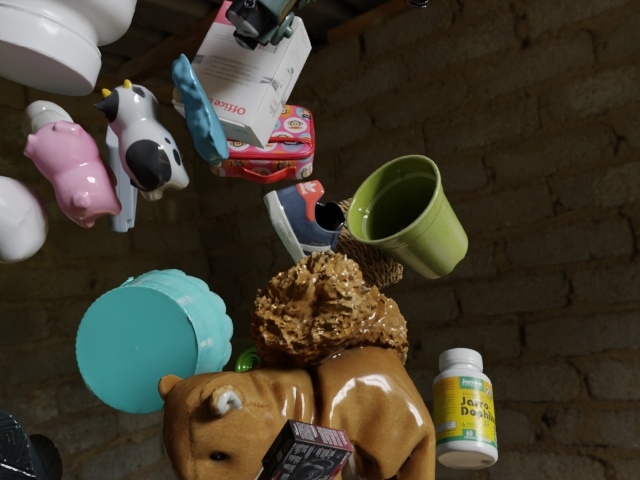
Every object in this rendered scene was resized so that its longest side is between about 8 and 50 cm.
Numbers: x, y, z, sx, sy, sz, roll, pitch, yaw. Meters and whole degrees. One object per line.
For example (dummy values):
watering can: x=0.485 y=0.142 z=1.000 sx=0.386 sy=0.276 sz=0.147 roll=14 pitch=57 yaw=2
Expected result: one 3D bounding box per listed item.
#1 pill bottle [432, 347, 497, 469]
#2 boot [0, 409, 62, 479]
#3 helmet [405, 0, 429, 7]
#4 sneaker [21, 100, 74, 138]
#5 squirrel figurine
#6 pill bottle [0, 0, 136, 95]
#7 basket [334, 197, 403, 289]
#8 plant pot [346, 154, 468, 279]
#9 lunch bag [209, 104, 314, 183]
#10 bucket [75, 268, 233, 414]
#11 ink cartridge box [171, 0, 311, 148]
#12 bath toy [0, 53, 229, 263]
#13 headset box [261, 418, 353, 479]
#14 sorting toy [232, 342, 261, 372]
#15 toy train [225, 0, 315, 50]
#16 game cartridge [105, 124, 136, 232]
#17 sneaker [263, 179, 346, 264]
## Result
pill bottle: x=0.279 y=0.325 z=1.135 sx=0.117 sy=0.209 sz=0.118 roll=5 pitch=-38 yaw=4
boot: x=-0.611 y=0.438 z=1.184 sx=0.094 sy=0.247 sz=0.207 roll=-26 pitch=9 yaw=-18
helmet: x=0.310 y=-0.847 z=1.852 sx=0.169 sy=0.162 sz=0.169 roll=-16 pitch=-20 yaw=-6
sneaker: x=-0.479 y=-0.162 z=1.112 sx=0.090 sy=0.115 sz=0.232 roll=-39 pitch=-34 yaw=-19
squirrel figurine: x=-0.041 y=0.212 z=0.857 sx=0.370 sy=0.398 sz=0.281 roll=16 pitch=-10 yaw=-31
pill bottle: x=-0.361 y=-0.430 z=0.816 sx=0.228 sy=0.408 sz=0.229 roll=11 pitch=-7 yaw=1
basket: x=0.082 y=0.038 z=1.777 sx=0.222 sy=0.214 sz=0.299 roll=-20 pitch=38 yaw=-26
plant pot: x=0.251 y=-0.037 z=1.522 sx=0.276 sy=0.276 sz=0.254 roll=-12 pitch=-42 yaw=41
lunch bag: x=-0.162 y=-0.257 z=1.578 sx=0.292 sy=0.258 sz=0.120 roll=0 pitch=-40 yaw=-5
bucket: x=-0.326 y=0.198 z=1.142 sx=0.280 sy=0.282 sz=0.183 roll=-9 pitch=0 yaw=7
ink cartridge box: x=-0.175 y=-0.375 z=1.312 sx=0.207 sy=0.283 sz=0.117 roll=20 pitch=-12 yaw=18
bath toy: x=-0.298 y=-0.102 z=0.733 sx=0.348 sy=0.151 sz=0.129 roll=-28 pitch=-29 yaw=-4
headset box: x=-0.010 y=0.230 z=0.617 sx=0.083 sy=0.062 sz=0.032 roll=21 pitch=19 yaw=-29
sorting toy: x=-0.162 y=0.263 z=1.336 sx=0.365 sy=0.127 sz=0.126 roll=-46 pitch=-39 yaw=1
toy train: x=-0.061 y=-0.516 z=1.092 sx=0.334 sy=0.142 sz=0.190 roll=-53 pitch=4 yaw=5
game cartridge: x=-0.407 y=-0.162 z=1.198 sx=0.062 sy=0.198 sz=0.297 roll=-3 pitch=23 yaw=-14
sneaker: x=0.000 y=0.000 z=1.326 sx=0.148 sy=0.131 sz=0.350 roll=-25 pitch=-39 yaw=1
